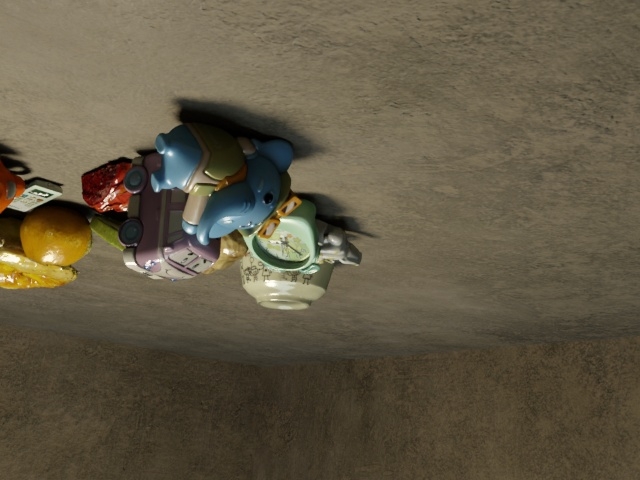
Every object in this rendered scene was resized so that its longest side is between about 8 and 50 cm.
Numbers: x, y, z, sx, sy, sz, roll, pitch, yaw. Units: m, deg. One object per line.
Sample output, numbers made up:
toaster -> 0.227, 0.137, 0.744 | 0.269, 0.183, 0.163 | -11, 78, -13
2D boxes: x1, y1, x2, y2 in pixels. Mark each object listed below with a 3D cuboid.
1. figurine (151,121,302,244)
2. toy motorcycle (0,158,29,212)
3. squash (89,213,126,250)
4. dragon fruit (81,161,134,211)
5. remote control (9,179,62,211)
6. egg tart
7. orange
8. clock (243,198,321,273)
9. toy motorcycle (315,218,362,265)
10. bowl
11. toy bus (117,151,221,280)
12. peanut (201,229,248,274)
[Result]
figurine -> -0.155, -0.085, 1.403 | 0.262, 0.180, 0.154 | 7, -173, -41
toy motorcycle -> -0.668, -0.101, 1.549 | 0.326, 0.147, 0.221 | 4, -171, -21
squash -> -0.379, 0.010, 1.885 | 0.219, 0.041, 0.219 | 27, 180, 0
dragon fruit -> -0.357, -0.086, 1.626 | 0.106, 0.083, 0.162 | 14, 161, -39
remote control -> -0.575, -0.090, 1.766 | 0.166, 0.029, 0.065 | -16, 154, 42
egg tart -> -0.710, 0.026, 2.041 | 0.341, 0.132, 0.341 | 3, 166, 1
orange -> -0.553, -0.004, 1.885 | 0.157, 0.134, 0.156 | 21, 163, 7
clock -> -0.071, -0.003, 1.745 | 0.148, 0.060, 0.188 | 4, 138, 15
toy motorcycle -> 0.000, 0.000, 1.851 | 0.151, 0.074, 0.229 | -2, 155, 42
bowl -> -0.082, 0.092, 2.123 | 0.238, 0.126, 0.238 | 3, 166, 1
toy bus -> -0.247, -0.039, 1.523 | 0.142, 0.202, 0.142 | -3, 164, 18
peanut -> -0.218, 0.013, 1.904 | 0.086, 0.104, 0.228 | 5, 168, -26
